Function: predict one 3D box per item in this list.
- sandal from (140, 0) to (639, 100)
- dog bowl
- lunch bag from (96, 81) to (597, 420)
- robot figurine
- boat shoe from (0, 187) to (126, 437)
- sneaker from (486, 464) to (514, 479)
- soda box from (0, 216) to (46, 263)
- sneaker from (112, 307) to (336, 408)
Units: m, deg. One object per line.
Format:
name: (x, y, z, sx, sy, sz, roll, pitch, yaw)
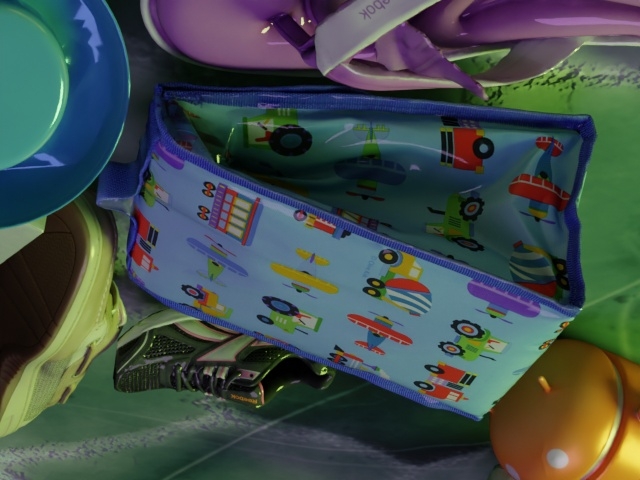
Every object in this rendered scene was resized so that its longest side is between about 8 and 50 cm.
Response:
sandal: (0.094, -0.132, 0.822, 0.416, 0.102, 0.169, -4, 144, 14)
dog bowl: (-0.260, -0.084, 0.854, 0.297, 0.074, 0.166, -10, 113, -22)
lunch bag: (0.000, 0.000, 0.984, 0.293, 0.138, 0.221, 11, 155, -6)
robot figurine: (0.224, 0.155, 1.212, 0.219, 0.158, 0.128, 25, 102, -28)
boat shoe: (-0.201, 0.049, 1.145, 0.098, 0.109, 0.302, -19, 156, -35)
sneaker: (0.239, 0.257, 1.376, 0.122, 0.146, 0.330, 13, 179, 34)
soda box: (-0.306, -0.082, 0.950, 0.286, 0.098, 0.091, 29, 139, -30)
sneaker: (-0.070, 0.092, 1.161, 0.178, 0.077, 0.072, -13, 142, -5)
